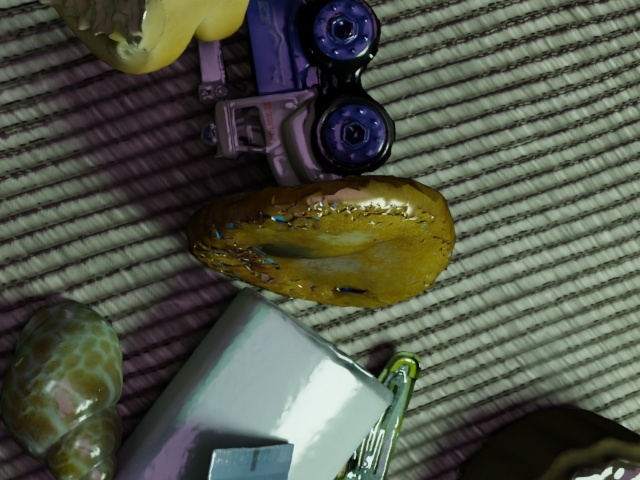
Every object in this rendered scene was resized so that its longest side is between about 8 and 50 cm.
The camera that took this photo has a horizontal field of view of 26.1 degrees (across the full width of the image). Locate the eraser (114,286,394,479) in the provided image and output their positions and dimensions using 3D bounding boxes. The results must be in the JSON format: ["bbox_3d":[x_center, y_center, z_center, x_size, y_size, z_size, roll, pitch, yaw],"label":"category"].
[{"bbox_3d":[-0.083,0.209,1.325,0.189,0.104,0.290,41,82,-27],"label":"eraser"}]

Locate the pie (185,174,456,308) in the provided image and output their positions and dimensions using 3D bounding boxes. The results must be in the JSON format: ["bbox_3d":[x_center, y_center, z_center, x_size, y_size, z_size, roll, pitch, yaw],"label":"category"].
[{"bbox_3d":[0.000,-0.001,1.255,0.273,0.273,0.069,9,66,-22],"label":"pie"}]

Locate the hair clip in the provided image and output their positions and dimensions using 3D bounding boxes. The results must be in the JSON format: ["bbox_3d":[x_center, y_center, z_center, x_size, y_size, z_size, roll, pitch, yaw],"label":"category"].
[{"bbox_3d":[0.056,0.200,1.414,0.060,0.033,0.188,19,93,-20],"label":"hair clip"}]

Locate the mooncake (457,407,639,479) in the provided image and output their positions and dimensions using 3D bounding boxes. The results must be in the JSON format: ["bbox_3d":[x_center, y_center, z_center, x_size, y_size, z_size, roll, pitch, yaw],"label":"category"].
[{"bbox_3d":[0.275,0.330,1.444,0.290,0.161,0.290,-2,95,-17],"label":"mooncake"}]

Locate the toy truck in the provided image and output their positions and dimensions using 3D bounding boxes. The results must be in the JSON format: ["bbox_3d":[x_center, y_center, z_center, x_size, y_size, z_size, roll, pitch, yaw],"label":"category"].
[{"bbox_3d":[-0.028,-0.140,1.279,0.177,0.161,0.213,-8,93,-3],"label":"toy truck"}]

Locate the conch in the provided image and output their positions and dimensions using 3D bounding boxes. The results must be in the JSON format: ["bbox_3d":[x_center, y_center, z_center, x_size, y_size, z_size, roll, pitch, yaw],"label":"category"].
[{"bbox_3d":[-0.232,0.141,1.263,0.116,0.106,0.173,30,71,-40],"label":"conch"}]

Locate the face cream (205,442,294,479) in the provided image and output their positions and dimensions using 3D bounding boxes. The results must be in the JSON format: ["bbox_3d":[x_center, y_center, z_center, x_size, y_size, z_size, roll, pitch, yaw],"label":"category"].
[{"bbox_3d":[-0.103,0.370,1.237,0.135,0.086,0.385,11,93,-60],"label":"face cream"}]

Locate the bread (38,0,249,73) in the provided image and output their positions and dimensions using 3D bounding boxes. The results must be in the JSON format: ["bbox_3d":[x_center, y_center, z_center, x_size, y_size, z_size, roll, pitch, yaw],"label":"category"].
[{"bbox_3d":[-0.153,-0.292,1.161,0.270,0.211,0.315,-33,80,-34],"label":"bread"}]
